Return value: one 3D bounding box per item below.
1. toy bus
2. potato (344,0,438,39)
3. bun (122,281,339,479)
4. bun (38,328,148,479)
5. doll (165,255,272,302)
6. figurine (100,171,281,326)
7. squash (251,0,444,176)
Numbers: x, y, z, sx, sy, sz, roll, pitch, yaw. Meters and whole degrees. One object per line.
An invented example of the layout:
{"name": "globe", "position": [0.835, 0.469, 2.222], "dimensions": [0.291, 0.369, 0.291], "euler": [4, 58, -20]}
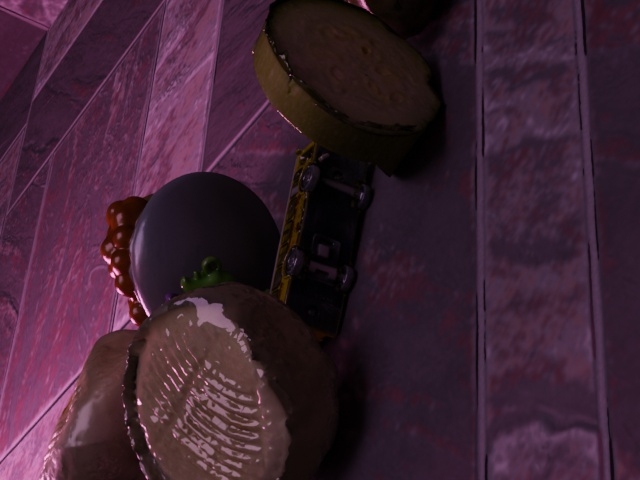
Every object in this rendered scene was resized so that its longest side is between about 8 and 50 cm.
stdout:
{"name": "toy bus", "position": [0.000, 0.000, 1.835], "dimensions": [0.074, 0.081, 0.226], "euler": [143, 141, -59]}
{"name": "potato", "position": [0.067, -0.315, 1.897], "dimensions": [0.154, 0.137, 0.200], "euler": [-65, 23, 7]}
{"name": "bun", "position": [-0.084, 0.166, 1.730], "dimensions": [0.259, 0.152, 0.259], "euler": [10, 106, 39]}
{"name": "bun", "position": [-0.246, 0.234, 2.068], "dimensions": [0.259, 0.160, 0.259], "euler": [-158, 90, -85]}
{"name": "doll", "position": [-0.100, 0.101, 1.838], "dimensions": [0.050, 0.115, 0.190], "euler": [-114, 6, -64]}
{"name": "figurine", "position": [-0.163, 0.006, 2.024], "dimensions": [0.205, 0.224, 0.382], "euler": [-34, 17, -5]}
{"name": "squash", "position": [0.010, -0.157, 1.767], "dimensions": [0.133, 0.220, 0.220], "euler": [-50, 27, 29]}
